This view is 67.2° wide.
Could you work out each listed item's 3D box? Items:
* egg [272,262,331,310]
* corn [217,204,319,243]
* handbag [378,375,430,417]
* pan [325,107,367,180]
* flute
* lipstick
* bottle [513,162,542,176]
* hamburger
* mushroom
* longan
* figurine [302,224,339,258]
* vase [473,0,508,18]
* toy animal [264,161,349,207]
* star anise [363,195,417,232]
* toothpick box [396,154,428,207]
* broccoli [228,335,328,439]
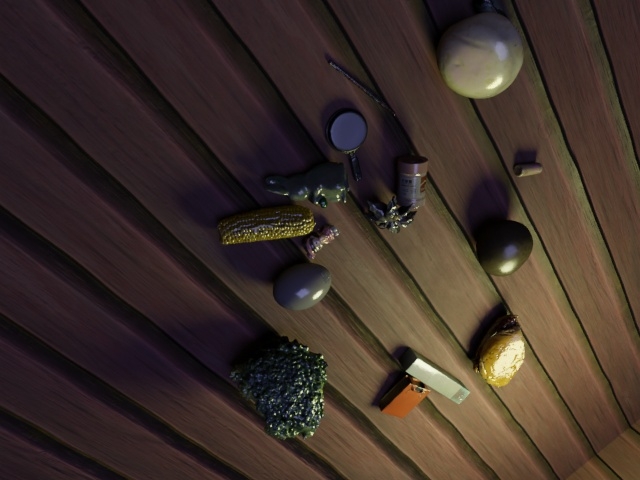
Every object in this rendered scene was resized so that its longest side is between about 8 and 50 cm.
[{"bbox_3d":[-0.058,0.147,1.556,0.198,0.146,0.147,-19,119,-19],"label":"egg"},{"bbox_3d":[-0.156,-0.052,1.459,0.309,0.101,0.102,-6,115,-13],"label":"corn"},{"bbox_3d":[0.343,0.639,1.966,0.127,0.063,0.190,25,115,-27],"label":"handbag"},{"bbox_3d":[0.096,-0.288,1.479,0.136,0.028,0.235,-22,119,-9],"label":"pan"},{"bbox_3d":[0.127,-0.449,1.425,0.269,0.014,0.014,30,101,-29],"label":"flute"},{"bbox_3d":[0.471,0.560,1.980,0.371,0.076,0.080,36,100,-29],"label":"lipstick"},{"bbox_3d":[0.744,-0.254,1.722,0.096,0.045,0.045,-9,116,-17],"label":"bottle"},{"bbox_3d":[0.737,0.460,1.993,0.245,0.155,0.282,-26,115,1],"label":"hamburger"},{"bbox_3d":[0.463,-0.546,1.405,0.245,0.203,0.246,12,143,9],"label":"mushroom"},{"bbox_3d":[0.660,0.024,1.742,0.197,0.198,0.213,26,108,-28],"label":"longan"},{"bbox_3d":[0.000,0.000,1.568,0.129,0.054,0.072,-36,135,-10],"label":"figurine"},{"bbox_3d":[0.540,-0.655,1.455,0.211,0.060,0.060,39,97,-31],"label":"vase"},{"bbox_3d":[-0.043,-0.165,1.452,0.250,0.127,0.126,-3,127,-3],"label":"toy animal"},{"bbox_3d":[0.222,-0.079,1.558,0.180,0.205,0.061,15,64,-2],"label":"star anise"},{"bbox_3d":[0.294,-0.191,1.556,0.098,0.098,0.149,-10,118,-16],"label":"toothpick box"},{"bbox_3d":[-0.117,0.501,1.645,0.293,0.281,0.348,-29,85,-28],"label":"broccoli"}]
